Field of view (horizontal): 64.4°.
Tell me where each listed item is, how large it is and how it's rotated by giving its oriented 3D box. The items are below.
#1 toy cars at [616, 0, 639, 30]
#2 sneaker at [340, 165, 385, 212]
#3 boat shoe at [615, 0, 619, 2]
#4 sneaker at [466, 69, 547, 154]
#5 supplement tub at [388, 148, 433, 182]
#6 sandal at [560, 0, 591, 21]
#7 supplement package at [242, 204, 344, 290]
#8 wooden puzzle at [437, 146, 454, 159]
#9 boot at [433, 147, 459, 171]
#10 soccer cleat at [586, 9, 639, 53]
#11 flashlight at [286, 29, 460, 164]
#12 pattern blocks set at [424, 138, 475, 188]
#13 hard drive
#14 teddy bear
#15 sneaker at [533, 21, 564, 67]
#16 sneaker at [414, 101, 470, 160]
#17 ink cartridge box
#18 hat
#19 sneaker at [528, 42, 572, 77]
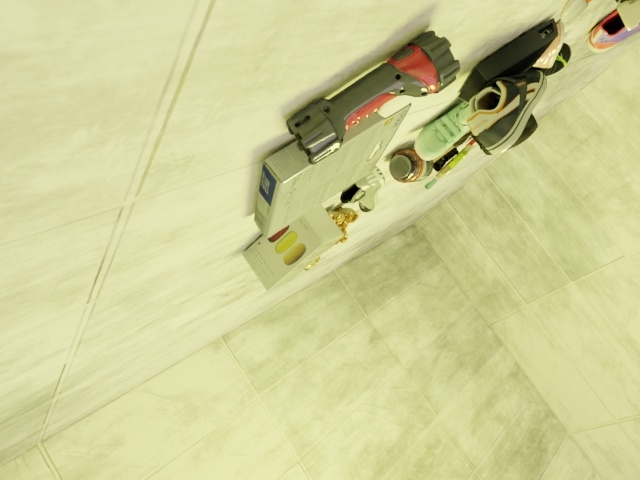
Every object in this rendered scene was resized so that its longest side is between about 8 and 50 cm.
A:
[{"bbox_3d":[0.863,-0.684,1.188,0.393,0.177,0.087,103,3,-50],"label":"toy cars"},{"bbox_3d":[0.114,-0.140,1.590,0.132,0.086,0.228,-27,159,-17],"label":"sneaker"},{"bbox_3d":[0.944,-0.726,1.376,0.340,0.127,0.113,-31,172,-12],"label":"boat shoe"},{"bbox_3d":[0.467,-0.359,1.274,0.126,0.127,0.321,-36,-164,54],"label":"sneaker"},{"bbox_3d":[0.278,-0.233,1.587,0.106,0.106,0.198,-40,169,28],"label":"supplement tub"},{"bbox_3d":[0.520,-0.548,0.960,0.265,0.076,0.102,-60,158,16],"label":"sandal"},{"bbox_3d":[-0.079,0.012,1.453,0.244,0.139,0.134,-41,170,28],"label":"supplement package"},{"bbox_3d":[0.488,-0.374,1.837,0.221,0.044,0.239,-37,175,8],"label":"wooden puzzle"},{"bbox_3d":[0.520,-0.340,2.114,0.099,0.045,0.121,-40,173,-6],"label":"boot"},{"bbox_3d":[1.053,-0.755,1.700,0.318,0.108,0.116,-33,167,6],"label":"soccer cleat"},{"bbox_3d":[0.093,-0.242,0.886,0.304,0.103,0.103,-36,174,-3],"label":"flashlight"},{"bbox_3d":[0.558,-0.328,2.110,0.325,0.026,0.285,-45,178,15],"label":"pattern blocks set"},{"bbox_3d":[0.494,-0.463,1.335,0.255,0.054,0.172,-33,171,-9],"label":"hard drive"},{"bbox_3d":[0.000,0.000,1.774,0.338,0.113,0.245,-39,168,22],"label":"teddy bear"},{"bbox_3d":[0.628,-0.542,1.418,0.070,0.050,0.134,0,143,1],"label":"sneaker"},{"bbox_3d":[0.378,-0.336,1.440,0.256,0.094,0.151,-42,180,-22],"label":"sneaker"},{"bbox_3d":[0.010,-0.161,1.112,0.330,0.071,0.324,-35,171,-20],"label":"ink cartridge box"},{"bbox_3d":[0.603,-0.364,1.649,0.331,0.133,0.331,-35,177,-2],"label":"hat"},{"bbox_3d":[0.674,-0.534,1.524,0.235,0.084,0.097,-33,170,-10],"label":"sneaker"}]
